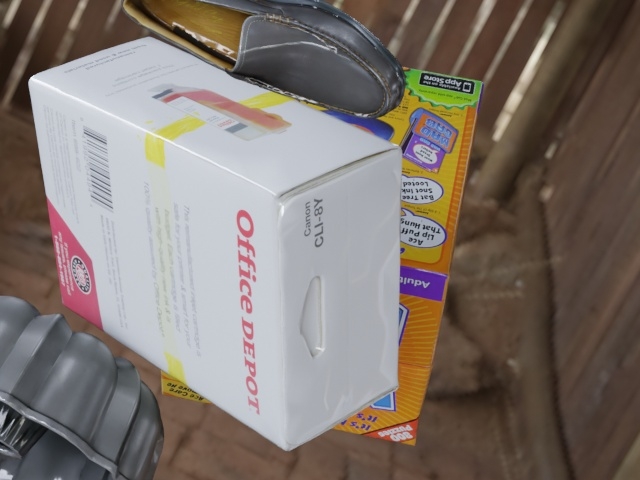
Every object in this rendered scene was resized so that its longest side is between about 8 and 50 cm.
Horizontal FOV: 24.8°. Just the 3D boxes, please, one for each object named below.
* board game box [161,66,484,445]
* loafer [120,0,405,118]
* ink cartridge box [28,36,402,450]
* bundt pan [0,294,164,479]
[{"bbox_3d":[0.000,0.000,1.951,0.356,0.356,0.356,11,48,5],"label":"board game box"},{"bbox_3d":[-0.035,-0.109,0.825,0.170,0.062,0.061,25,38,11],"label":"loafer"},{"bbox_3d":[-0.104,-0.007,1.444,0.160,0.279,0.384,-25,37,-35],"label":"ink cartridge box"},{"bbox_3d":[-0.303,0.161,1.503,0.330,0.124,0.331,21,-27,11],"label":"bundt pan"}]
